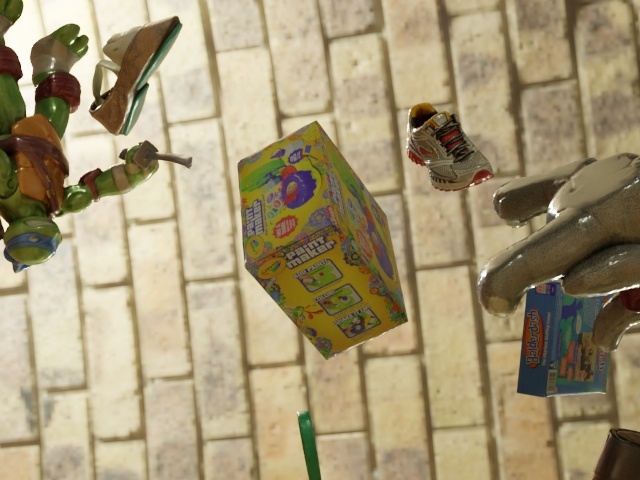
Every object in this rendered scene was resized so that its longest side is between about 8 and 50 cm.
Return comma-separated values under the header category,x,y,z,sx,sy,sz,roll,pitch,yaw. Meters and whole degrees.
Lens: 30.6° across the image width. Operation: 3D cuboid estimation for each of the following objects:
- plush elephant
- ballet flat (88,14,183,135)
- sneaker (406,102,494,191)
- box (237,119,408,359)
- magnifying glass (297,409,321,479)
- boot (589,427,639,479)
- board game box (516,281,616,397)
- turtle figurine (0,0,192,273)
category,x,y,z,sx,sy,sz,roll,pitch,yaw
plush elephant,0.387,0.027,1.435,0.255,0.330,0.272,56,-159,-19
ballet flat,-0.343,-0.301,2.066,0.316,0.106,0.108,-52,6,46
sneaker,0.191,-0.145,1.817,0.225,0.088,0.093,45,151,53
box,0.000,0.000,2.082,0.279,0.177,0.290,51,-160,-38
magnifying glass,-0.007,0.384,1.863,0.092,0.026,0.231,177,84,-85
boot,0.391,0.368,1.242,0.096,0.264,0.281,-51,-26,-78
board game box,0.355,0.140,1.675,0.210,0.047,0.160,8,-92,-53
turtle figurine,-0.249,-0.128,1.122,0.275,0.197,0.266,114,146,-52
